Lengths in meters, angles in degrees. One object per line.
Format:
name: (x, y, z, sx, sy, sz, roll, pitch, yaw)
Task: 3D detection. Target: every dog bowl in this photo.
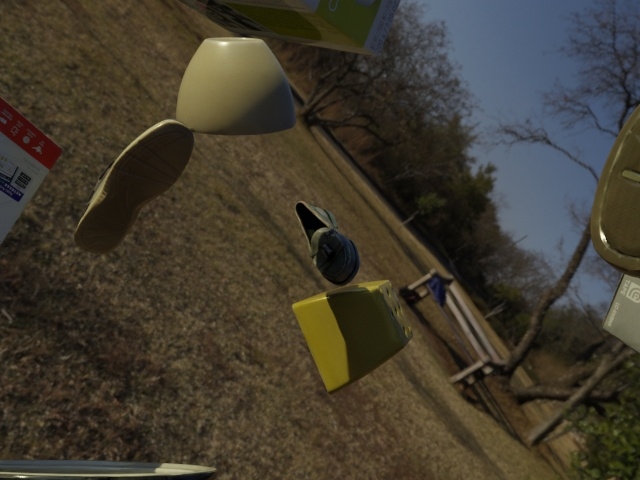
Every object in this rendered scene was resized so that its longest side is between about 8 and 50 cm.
dog bowl: (-0.358, 0.404, 0.822, 0.408, 0.408, 0.150, 41, 48, -61)

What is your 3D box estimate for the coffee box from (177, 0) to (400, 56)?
coffee box: (-0.075, -0.487, 0.761, 0.338, 0.337, 0.334, 25, 8, 35)

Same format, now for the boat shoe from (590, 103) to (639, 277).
boat shoe: (0.298, -0.091, 0.372, 0.104, 0.307, 0.111, 35, -2, -32)

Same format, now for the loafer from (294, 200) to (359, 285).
loafer: (0.000, 0.000, 1.189, 0.084, 0.096, 0.267, 34, 14, -29)

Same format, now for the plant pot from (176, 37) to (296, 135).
plant pot: (-0.197, -0.369, 1.323, 0.284, 0.284, 0.190, -104, -165, -67)

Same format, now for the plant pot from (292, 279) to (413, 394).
plant pot: (0.090, 0.195, 1.290, 0.212, 0.187, 0.212, 67, 18, 6)

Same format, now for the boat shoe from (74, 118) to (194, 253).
boat shoe: (-0.324, -0.102, 0.967, 0.103, 0.285, 0.092, 27, 22, -38)

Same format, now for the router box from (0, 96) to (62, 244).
router box: (-0.589, -0.114, 0.813, 0.082, 0.301, 0.335, 11, -23, 29)

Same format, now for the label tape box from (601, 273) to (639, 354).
label tape box: (0.546, 0.142, 0.643, 0.241, 0.105, 0.333, 0, 25, -25)
